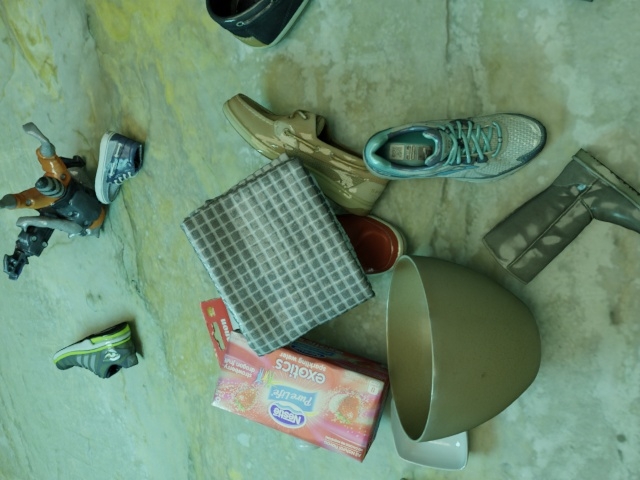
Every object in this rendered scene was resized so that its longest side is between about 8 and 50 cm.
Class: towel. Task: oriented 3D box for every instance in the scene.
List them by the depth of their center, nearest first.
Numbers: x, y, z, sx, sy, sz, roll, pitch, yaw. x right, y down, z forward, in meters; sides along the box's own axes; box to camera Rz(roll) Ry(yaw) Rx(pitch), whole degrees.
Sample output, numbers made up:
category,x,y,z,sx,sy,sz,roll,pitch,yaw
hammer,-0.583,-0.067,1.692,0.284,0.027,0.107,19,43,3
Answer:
category,x,y,z,sx,sy,sz,roll,pitch,yaw
towel,-0.073,0.023,0.904,0.235,0.121,0.283,-30,95,6

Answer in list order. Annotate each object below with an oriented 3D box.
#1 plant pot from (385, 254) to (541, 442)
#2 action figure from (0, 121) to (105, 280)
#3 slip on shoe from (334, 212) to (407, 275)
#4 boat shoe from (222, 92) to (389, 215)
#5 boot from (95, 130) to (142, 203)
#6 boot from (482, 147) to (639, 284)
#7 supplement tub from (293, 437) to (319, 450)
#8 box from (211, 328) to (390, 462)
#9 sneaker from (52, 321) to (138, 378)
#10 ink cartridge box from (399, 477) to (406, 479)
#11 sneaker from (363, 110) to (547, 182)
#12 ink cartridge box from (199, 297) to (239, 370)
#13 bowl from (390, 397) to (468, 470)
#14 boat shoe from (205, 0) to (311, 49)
category,x,y,z,sx,sy,sz,roll,pitch,yaw
plant pot,0.225,0.162,0.847,0.191,0.284,0.284,-1,102,-6
action figure,-0.621,-0.063,1.244,0.179,0.330,0.341,14,77,14
slip on shoe,0.000,0.000,1.014,0.332,0.101,0.123,12,105,26
boat shoe,-0.024,-0.183,0.986,0.341,0.122,0.110,35,112,8
boot,-0.476,-0.160,1.280,0.086,0.069,0.190,21,123,5
boot,0.375,-0.008,0.809,0.208,0.076,0.189,-51,60,21
supplement tub,-0.029,0.374,1.129,0.071,0.071,0.107,-4,99,31
box,-0.030,0.276,1.016,0.300,0.142,0.154,16,91,15
sneaker,-0.599,0.314,1.431,0.300,0.111,0.121,-22,93,34
ink cartridge box,0.162,0.564,0.996,0.128,0.176,0.127,18,109,26
sneaker,0.202,-0.137,0.829,0.283,0.122,0.110,-7,94,13
ink cartridge box,-0.178,0.207,1.192,0.225,0.056,0.180,-16,92,30
bowl,0.206,0.344,0.996,0.142,0.053,0.142,-1,99,31
boat shoe,-0.032,-0.548,0.884,0.187,0.156,0.500,47,118,16
